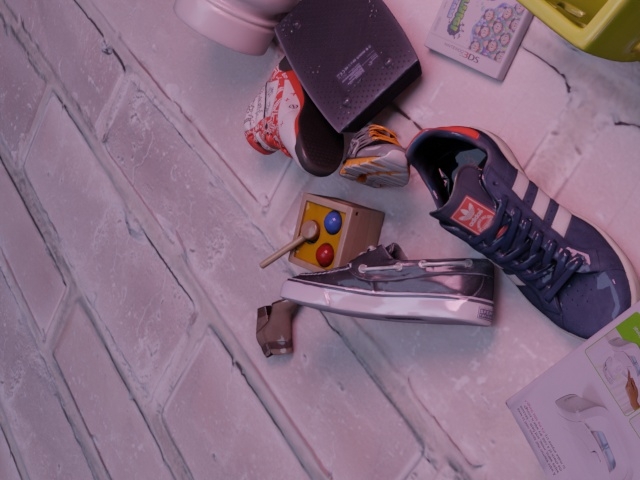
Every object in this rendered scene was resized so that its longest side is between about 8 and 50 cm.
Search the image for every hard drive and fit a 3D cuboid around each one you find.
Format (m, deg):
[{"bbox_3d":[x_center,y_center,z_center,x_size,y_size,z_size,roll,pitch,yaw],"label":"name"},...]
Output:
[{"bbox_3d":[0.042,-0.289,1.234,0.172,0.054,0.254,-41,55,19],"label":"hard drive"}]

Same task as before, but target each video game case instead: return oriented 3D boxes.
[{"bbox_3d":[0.222,-0.311,1.099,0.143,0.019,0.157,39,113,41],"label":"video game case"}]

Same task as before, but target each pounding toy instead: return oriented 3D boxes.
[{"bbox_3d":[0.000,0.000,1.238,0.141,0.100,0.130,20,100,45],"label":"pounding toy"}]

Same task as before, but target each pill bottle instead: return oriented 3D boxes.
[{"bbox_3d":[-0.089,-0.496,1.309,0.204,0.204,0.361,49,119,37],"label":"pill bottle"}]

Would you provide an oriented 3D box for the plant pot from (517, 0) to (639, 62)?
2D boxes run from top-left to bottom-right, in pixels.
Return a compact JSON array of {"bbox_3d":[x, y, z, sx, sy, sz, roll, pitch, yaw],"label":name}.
[{"bbox_3d":[0.327,-0.316,0.848,0.227,0.207,0.228,-54,47,27],"label":"plant pot"}]

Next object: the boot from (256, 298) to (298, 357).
[{"bbox_3d":[-0.061,0.142,1.335,0.118,0.042,0.087,-25,75,43],"label":"boot"}]

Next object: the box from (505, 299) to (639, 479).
[{"bbox_3d":[0.356,0.213,0.825,0.231,0.127,0.262,-49,54,32],"label":"box"}]

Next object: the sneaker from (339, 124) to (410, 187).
[{"bbox_3d":[0.077,-0.122,1.141,0.215,0.084,0.083,-163,94,-77],"label":"sneaker"}]

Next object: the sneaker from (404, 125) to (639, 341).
[{"bbox_3d":[0.221,-0.014,0.975,0.350,0.148,0.131,52,121,36],"label":"sneaker"}]

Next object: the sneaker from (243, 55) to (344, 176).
[{"bbox_3d":[-0.048,-0.165,1.292,0.145,0.090,0.270,-45,41,35],"label":"sneaker"}]

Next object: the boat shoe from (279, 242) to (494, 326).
[{"bbox_3d":[0.087,0.054,1.110,0.301,0.108,0.102,2,78,29],"label":"boat shoe"}]
